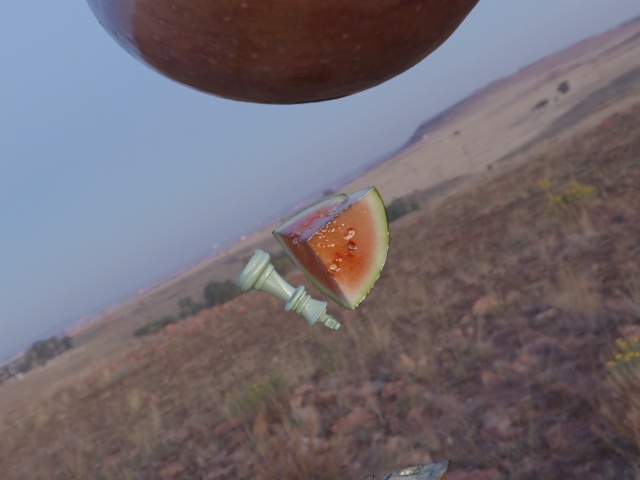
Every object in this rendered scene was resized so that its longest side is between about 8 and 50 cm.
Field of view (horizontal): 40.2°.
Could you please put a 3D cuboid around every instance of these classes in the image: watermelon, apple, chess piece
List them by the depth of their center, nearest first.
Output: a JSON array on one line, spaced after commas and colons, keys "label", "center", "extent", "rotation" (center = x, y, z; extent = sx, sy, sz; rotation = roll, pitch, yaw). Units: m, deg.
[{"label": "apple", "center": [-0.041, -0.221, 0.488], "extent": [0.235, 0.305, 0.306], "rotation": [-30, 4, -22]}, {"label": "chess piece", "center": [-0.037, 0.075, 1.152], "extent": [0.059, 0.149, 0.059], "rotation": [-55, 5, 7]}, {"label": "watermelon", "center": [0.013, 0.003, 1.381], "extent": [0.137, 0.192, 0.145], "rotation": [12, -2, -26]}]

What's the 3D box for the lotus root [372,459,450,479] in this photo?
[{"label": "lotus root", "center": [0.068, 0.356, 0.810], "extent": [0.142, 0.313, 0.169], "rotation": [0, 0, 30]}]
